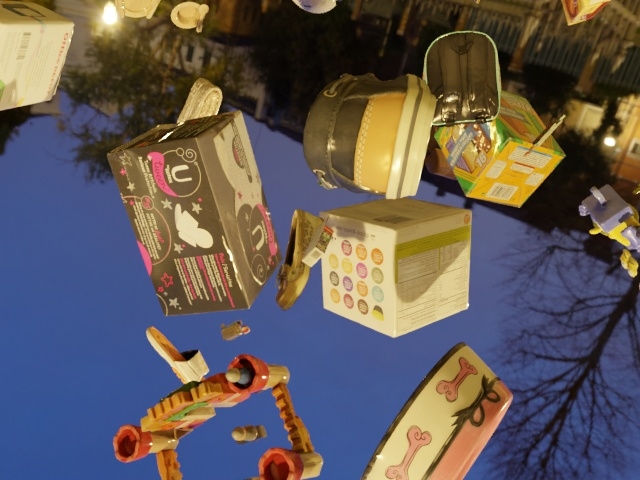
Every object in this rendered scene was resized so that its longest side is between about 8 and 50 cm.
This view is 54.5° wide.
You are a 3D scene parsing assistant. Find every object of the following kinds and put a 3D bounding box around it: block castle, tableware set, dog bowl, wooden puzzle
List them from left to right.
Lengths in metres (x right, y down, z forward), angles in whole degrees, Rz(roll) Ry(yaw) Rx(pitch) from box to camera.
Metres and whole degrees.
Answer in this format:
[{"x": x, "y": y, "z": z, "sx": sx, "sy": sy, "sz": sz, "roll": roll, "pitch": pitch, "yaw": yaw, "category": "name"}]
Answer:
[{"x": -0.231, "y": -0.388, "z": 0.962, "sx": 0.168, "sy": 0.141, "sz": 0.020, "roll": -4, "pitch": -116, "yaw": -30, "category": "tableware set"}, {"x": -0.250, "y": 0.471, "z": 1.385, "sx": 0.212, "sy": 0.453, "sz": 0.303, "roll": 24, "pitch": -142, "yaw": -57, "category": "block castle"}, {"x": 0.254, "y": 0.425, "z": 1.315, "sx": 0.150, "sy": 0.408, "sz": 0.408, "roll": 32, "pitch": -154, "yaw": 23, "category": "dog bowl"}, {"x": 0.336, "y": -0.158, "z": 0.934, "sx": 0.006, "sy": 0.083, "sz": 0.049, "roll": 42, "pitch": -178, "yaw": 2, "category": "wooden puzzle"}]

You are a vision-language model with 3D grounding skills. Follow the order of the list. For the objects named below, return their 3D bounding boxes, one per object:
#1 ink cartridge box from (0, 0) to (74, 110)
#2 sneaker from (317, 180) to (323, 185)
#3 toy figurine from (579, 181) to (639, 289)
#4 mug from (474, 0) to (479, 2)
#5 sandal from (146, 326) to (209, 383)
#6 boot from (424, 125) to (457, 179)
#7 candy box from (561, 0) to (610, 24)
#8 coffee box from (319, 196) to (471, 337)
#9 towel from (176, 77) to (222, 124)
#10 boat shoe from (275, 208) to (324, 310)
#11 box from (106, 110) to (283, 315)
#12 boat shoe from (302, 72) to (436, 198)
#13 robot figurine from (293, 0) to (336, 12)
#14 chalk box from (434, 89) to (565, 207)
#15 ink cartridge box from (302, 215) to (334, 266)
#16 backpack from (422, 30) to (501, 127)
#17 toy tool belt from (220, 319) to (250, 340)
[{"x": -0.517, "y": -0.307, "z": 1.028, "sx": 0.093, "sy": 0.154, "sz": 0.212, "roll": 28, "pitch": -159, "yaw": 0, "category": "ink cartridge box"}, {"x": 0.091, "y": -0.217, "z": 1.795, "sx": 0.234, "sy": 0.097, "sz": 0.084, "roll": -18, "pitch": -137, "yaw": -19, "category": "sneaker"}, {"x": 0.633, "y": -0.069, "z": 1.279, "sx": 0.217, "sy": 0.191, "sz": 0.363, "roll": 35, "pitch": -154, "yaw": -19, "category": "toy figurine"}, {"x": 0.410, "y": -0.650, "z": 1.575, "sx": 0.062, "sy": 0.078, "sz": 0.064, "roll": 57, "pitch": -166, "yaw": 7, "category": "mug"}, {"x": -0.389, "y": 0.336, "z": 1.784, "sx": 0.265, "sy": 0.076, "sz": 0.102, "roll": 51, "pitch": -176, "yaw": -14, "category": "sandal"}, {"x": 0.417, "y": -0.318, "z": 1.933, "sx": 0.220, "sy": 0.109, "sz": 0.284, "roll": 4, "pitch": -117, "yaw": -30, "category": "boot"}, {"x": 0.468, "y": -0.505, "z": 1.135, "sx": 0.053, "sy": 0.187, "sz": 0.109, "roll": -16, "pitch": -178, "yaw": 7, "category": "candy box"}, {"x": 0.234, "y": 0.066, "z": 1.967, "sx": 0.338, "sy": 0.335, "sz": 0.337, "roll": -14, "pitch": -160, "yaw": -36, "category": "coffee box"}, {"x": -0.303, "y": -0.225, "z": 1.397, "sx": 0.049, "sy": 0.282, "sz": 0.187, "roll": 19, "pitch": -167, "yaw": -27, "category": "towel"}, {"x": -0.076, "y": 0.054, "z": 1.736, "sx": 0.089, "sy": 0.285, "sz": 0.104, "roll": 25, "pitch": 161, "yaw": -21, "category": "boat shoe"}, {"x": -0.164, "y": -0.040, "z": 0.888, "sx": 0.142, "sy": 0.248, "sz": 0.163, "roll": -5, "pitch": -157, "yaw": 19, "category": "box"}, {"x": 0.069, "y": -0.158, "z": 0.906, "sx": 0.155, "sy": 0.187, "sz": 0.500, "roll": 10, "pitch": -168, "yaw": 4, "category": "boat shoe"}, {"x": 0.032, "y": -0.681, "z": 1.498, "sx": 0.173, "sy": 0.278, "sz": 0.209, "roll": 43, "pitch": -173, "yaw": -18, "category": "robot figurine"}, {"x": 0.411, "y": -0.252, "z": 1.496, "sx": 0.180, "sy": 0.179, "sz": 0.289, "roll": 8, "pitch": -135, "yaw": -27, "category": "chalk box"}, {"x": 0.000, "y": 0.000, "z": 1.415, "sx": 0.029, "sy": 0.063, "sz": 0.115, "roll": 35, "pitch": -135, "yaw": -10, "category": "ink cartridge box"}, {"x": 0.298, "y": -0.347, "z": 1.320, "sx": 0.165, "sy": 0.189, "sz": 0.144, "roll": -3, "pitch": -161, "yaw": 15, "category": "backpack"}, {"x": -0.245, "y": 0.246, "z": 1.761, "sx": 0.052, "sy": 0.083, "sz": 0.051, "roll": 31, "pitch": -144, "yaw": -63, "category": "toy tool belt"}]
